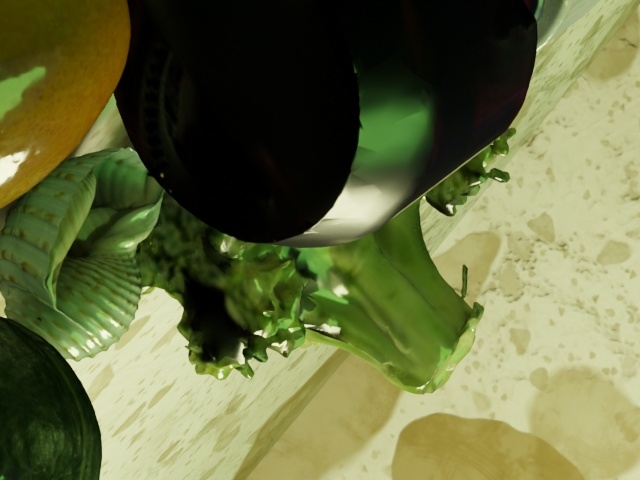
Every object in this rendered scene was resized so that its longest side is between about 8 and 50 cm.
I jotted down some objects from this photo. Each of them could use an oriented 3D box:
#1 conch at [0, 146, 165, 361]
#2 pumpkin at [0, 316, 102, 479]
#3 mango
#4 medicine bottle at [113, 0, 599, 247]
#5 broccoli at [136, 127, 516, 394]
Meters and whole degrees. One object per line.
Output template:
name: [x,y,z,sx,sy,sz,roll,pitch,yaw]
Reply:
conch: [-0.177,0.007,1.353,0.135,0.102,0.153,64,34,-66]
pumpkin: [-0.285,0.157,1.212,0.300,0.207,0.300,-32,170,-7]
mango: [-0.206,-0.066,0.935,0.254,0.139,0.175,-36,161,-21]
medicine bottle: [0.057,-0.157,1.300,0.395,0.242,0.242,-29,158,-48]
broccoli: [-0.005,0.009,1.520,0.293,0.281,0.348,-42,163,-30]
